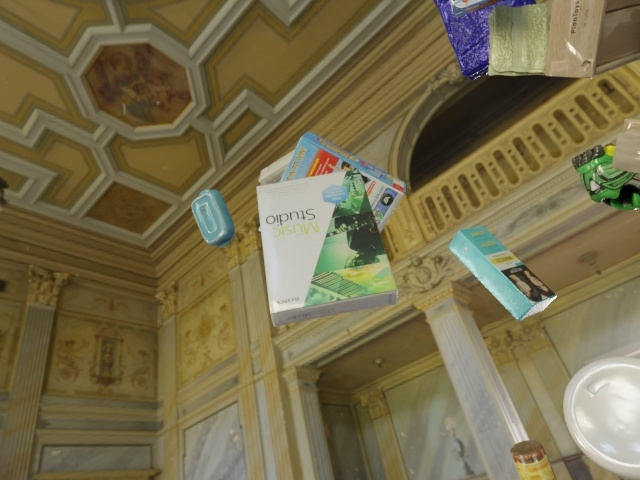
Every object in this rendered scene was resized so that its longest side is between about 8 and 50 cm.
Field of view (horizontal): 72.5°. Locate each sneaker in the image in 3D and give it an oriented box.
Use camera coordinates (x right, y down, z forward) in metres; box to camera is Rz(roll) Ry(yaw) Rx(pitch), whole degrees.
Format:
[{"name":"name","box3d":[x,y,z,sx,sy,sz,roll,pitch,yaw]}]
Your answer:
[{"name":"sneaker","box3d":[0.778,-0.136,1.104,0.343,0.146,0.134,2,-17,-23]}]

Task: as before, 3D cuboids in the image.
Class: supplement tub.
[{"name":"supplement tub","box3d":[0.700,0.407,0.955,0.235,0.235,0.325,-33,-47,25]}]

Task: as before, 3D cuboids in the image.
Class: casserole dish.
[{"name":"casserole dish","box3d":[-0.334,-0.068,1.337,0.114,0.188,0.037,-26,-7,23]}]

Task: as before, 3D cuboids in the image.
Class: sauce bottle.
[{"name":"sauce bottle","box3d":[0.272,0.311,0.526,0.042,0.128,0.042,-21,-5,-2]}]

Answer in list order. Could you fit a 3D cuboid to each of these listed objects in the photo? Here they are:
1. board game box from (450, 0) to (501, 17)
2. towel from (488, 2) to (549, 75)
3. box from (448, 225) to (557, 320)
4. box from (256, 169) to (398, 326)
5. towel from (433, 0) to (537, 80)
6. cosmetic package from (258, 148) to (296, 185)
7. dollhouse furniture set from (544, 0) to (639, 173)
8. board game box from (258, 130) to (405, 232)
[{"name":"board game box","box3d":[0.289,-0.520,0.762,0.136,0.201,0.035,-4,8,40]},{"name":"towel","box3d":[0.372,-0.376,0.818,0.110,0.148,0.027,3,-11,12]},{"name":"box","box3d":[0.425,0.070,1.039,0.100,0.244,0.060,-10,-42,-34]},{"name":"box","box3d":[0.000,0.000,0.874,0.232,0.322,0.058,-11,-36,-3]},{"name":"towel","box3d":[0.353,-0.548,0.996,0.076,0.308,0.227,-27,3,-22]},{"name":"cosmetic package","box3d":[-0.051,-0.130,1.446,0.160,0.113,0.309,-29,-67,11]},{"name":"dollhouse furniture set","box3d":[0.376,-0.192,0.295,0.174,0.355,0.303,-25,-58,-27]},{"name":"board game box","box3d":[0.027,-0.092,1.205,0.302,0.086,0.308,29,-62,-2]}]
